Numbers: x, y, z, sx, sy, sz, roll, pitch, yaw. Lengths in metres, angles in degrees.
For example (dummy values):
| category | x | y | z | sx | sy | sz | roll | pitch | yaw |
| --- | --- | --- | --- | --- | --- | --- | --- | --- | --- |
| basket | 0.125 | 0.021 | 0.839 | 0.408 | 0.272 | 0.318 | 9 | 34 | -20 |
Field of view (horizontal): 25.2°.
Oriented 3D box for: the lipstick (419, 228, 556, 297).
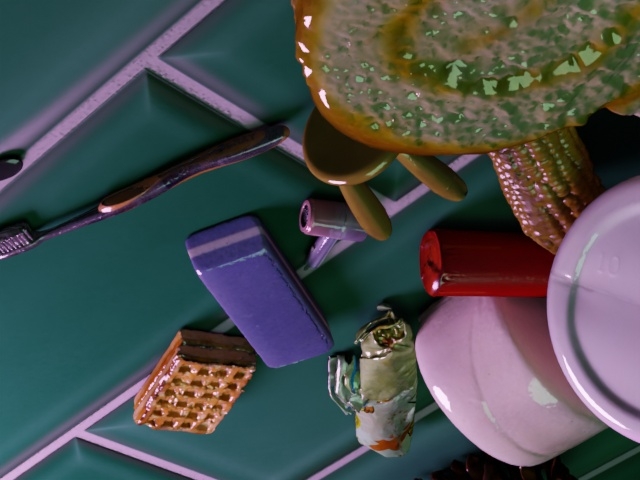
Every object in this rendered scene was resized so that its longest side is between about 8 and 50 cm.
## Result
| category | x | y | z | sx | sy | sz | roll | pitch | yaw |
| --- | --- | --- | --- | --- | --- | --- | --- | --- | --- |
| lipstick | 0.240 | 0.026 | 1.502 | 0.279 | 0.073 | 0.073 | 2 | 140 | -17 |

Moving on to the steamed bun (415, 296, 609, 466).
| category | x | y | z | sx | sy | sz | roll | pitch | yaw |
| --- | --- | --- | --- | --- | --- | --- | --- | --- | --- |
| steamed bun | 0.227 | 0.152 | 1.582 | 0.146 | 0.164 | 0.241 | -36 | 137 | 30 |

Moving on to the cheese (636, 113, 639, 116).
| category | x | y | z | sx | sy | sz | roll | pitch | yaw |
| --- | --- | --- | --- | --- | --- | --- | --- | --- | --- |
| cheese | 0.456 | -0.199 | 1.228 | 0.328 | 0.130 | 0.351 | 18 | 134 | -39 |

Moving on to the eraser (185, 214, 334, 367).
| category | x | y | z | sx | sy | sz | roll | pitch | yaw |
| --- | --- | --- | --- | --- | --- | --- | --- | --- | --- |
| eraser | -0.059 | 0.058 | 1.491 | 0.082 | 0.036 | 0.225 | -20 | 141 | 10 |

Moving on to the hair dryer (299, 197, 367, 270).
| category | x | y | z | sx | sy | sz | roll | pitch | yaw |
| --- | --- | --- | --- | --- | --- | --- | --- | --- | --- |
| hair dryer | 0.000 | 0.000 | 1.441 | 0.063 | 0.037 | 0.114 | 7 | 146 | -20 |

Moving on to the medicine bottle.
| category | x | y | z | sx | sy | sz | roll | pitch | yaw |
| --- | --- | --- | --- | --- | --- | --- | --- | --- | --- |
| medicine bottle | 0.371 | 0.053 | 1.333 | 0.241 | 0.252 | 0.252 | -10 | 154 | -51 |

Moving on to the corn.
| category | x | y | z | sx | sy | sz | roll | pitch | yaw |
| --- | --- | --- | --- | --- | --- | --- | --- | --- | --- |
| corn | 0.198 | -0.091 | 1.324 | 0.097 | 0.097 | 0.320 | -20 | 140 | 11 |

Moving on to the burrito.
| category | x | y | z | sx | sy | sz | roll | pitch | yaw |
| --- | --- | --- | --- | --- | --- | --- | --- | --- | --- |
| burrito | 0.060 | 0.172 | 1.658 | 0.104 | 0.054 | 0.288 | -6 | 143 | -4 |

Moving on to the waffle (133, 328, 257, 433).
| category | x | y | z | sx | sy | sz | roll | pitch | yaw |
| --- | --- | --- | --- | --- | --- | --- | --- | --- | --- |
| waffle | -0.139 | 0.159 | 1.595 | 0.102 | 0.042 | 0.148 | 9 | 138 | -26 |

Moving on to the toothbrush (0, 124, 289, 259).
| category | x | y | z | sx | sy | sz | roll | pitch | yaw |
| --- | --- | --- | --- | --- | --- | --- | --- | --- | --- |
| toothbrush | -0.174 | -0.044 | 1.345 | 0.321 | 0.023 | 0.031 | -20 | 144 | 11 |

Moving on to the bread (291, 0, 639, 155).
| category | x | y | z | sx | sy | sz | roll | pitch | yaw |
| --- | --- | --- | --- | --- | --- | --- | --- | --- | --- |
| bread | 0.155 | -0.206 | 1.060 | 0.395 | 0.239 | 0.264 | -3 | 146 | -13 |

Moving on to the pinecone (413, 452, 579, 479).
| category | x | y | z | sx | sy | sz | roll | pitch | yaw |
| --- | --- | --- | --- | --- | --- | --- | --- | --- | --- |
| pinecone | 0.216 | 0.382 | 1.818 | 0.292 | 0.246 | 0.246 | -7 | 145 | 19 |

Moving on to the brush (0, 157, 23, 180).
| category | x | y | z | sx | sy | sz | roll | pitch | yaw |
| --- | --- | --- | --- | --- | --- | --- | --- | --- | --- |
| brush | -0.306 | -0.056 | 1.308 | 0.083 | 0.008 | 0.024 | -25 | 142 | 18 |

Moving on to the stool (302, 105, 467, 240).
| category | x | y | z | sx | sy | sz | roll | pitch | yaw |
| --- | --- | --- | --- | --- | --- | --- | --- | --- | --- |
| stool | 0.057 | -0.079 | 1.291 | 0.135 | 0.134 | 0.110 | 19 | 166 | 42 |
